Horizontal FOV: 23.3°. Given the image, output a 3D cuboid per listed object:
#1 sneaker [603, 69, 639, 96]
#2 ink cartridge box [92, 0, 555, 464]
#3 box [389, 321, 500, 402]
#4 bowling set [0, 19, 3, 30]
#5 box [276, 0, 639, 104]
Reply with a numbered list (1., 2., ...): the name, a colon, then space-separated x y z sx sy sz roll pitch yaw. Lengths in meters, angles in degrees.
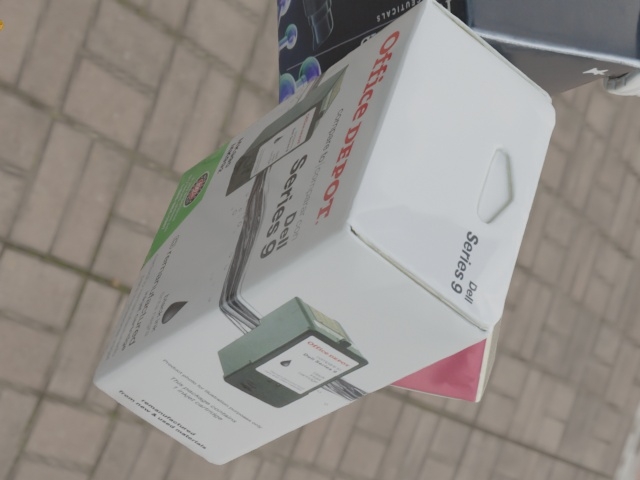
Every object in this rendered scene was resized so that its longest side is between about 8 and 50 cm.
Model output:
1. sneaker: 0.365 -0.172 1.453 0.115 0.232 0.090 14 88 -17
2. ink cartridge box: 0.000 0.000 1.036 0.121 0.289 0.211 37 48 -20
3. box: 0.130 0.028 1.603 0.148 0.127 0.232 -45 145 -72
4. bowling set: -0.298 -0.149 0.765 0.287 0.200 0.154 -22 139 -55
5. box: 0.117 -0.326 1.454 0.212 0.293 0.395 5 78 -34
